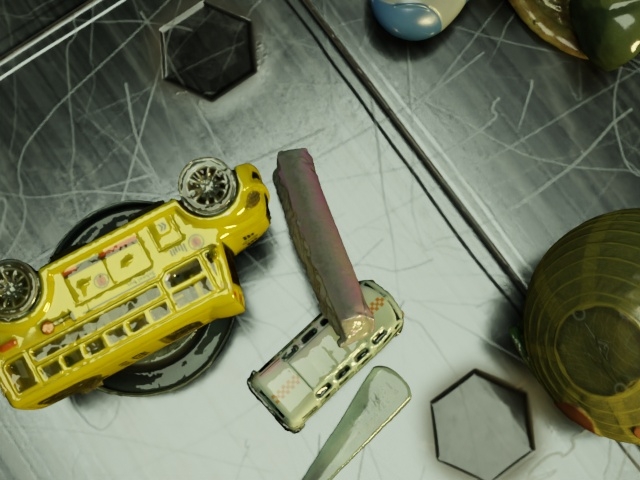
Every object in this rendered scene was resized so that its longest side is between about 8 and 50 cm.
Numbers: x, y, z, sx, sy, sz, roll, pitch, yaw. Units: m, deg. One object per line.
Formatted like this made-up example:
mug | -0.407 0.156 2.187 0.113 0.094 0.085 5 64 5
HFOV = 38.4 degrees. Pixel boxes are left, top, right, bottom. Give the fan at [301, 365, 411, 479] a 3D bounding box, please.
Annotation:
fan | -0.002 0.258 1.037 0.057 0.023 0.282 41 80 5

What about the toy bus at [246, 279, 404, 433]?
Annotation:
toy bus | 0.011 0.123 1.028 0.194 0.089 0.087 -42 83 -9

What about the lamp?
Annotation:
lamp | 0.348 0.084 0.984 0.250 0.284 0.250 10 107 35

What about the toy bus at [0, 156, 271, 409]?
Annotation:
toy bus | -0.189 0.045 0.965 0.330 0.144 0.152 -28 81 -4

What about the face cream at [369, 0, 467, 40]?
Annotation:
face cream | 0.139 -0.367 1.123 0.149 0.083 0.264 22 80 -2

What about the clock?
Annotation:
clock | -0.206 0.067 1.057 0.225 0.049 0.226 0 81 -1

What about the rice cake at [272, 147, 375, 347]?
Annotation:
rice cake | 0.000 0.001 1.022 0.055 0.049 0.270 -6 50 -17

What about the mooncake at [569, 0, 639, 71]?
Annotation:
mooncake | 0.383 -0.278 1.076 0.168 0.104 0.175 34 88 -6

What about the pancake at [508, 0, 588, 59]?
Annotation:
pancake | 0.342 -0.345 1.148 0.249 0.031 0.250 0 84 0
